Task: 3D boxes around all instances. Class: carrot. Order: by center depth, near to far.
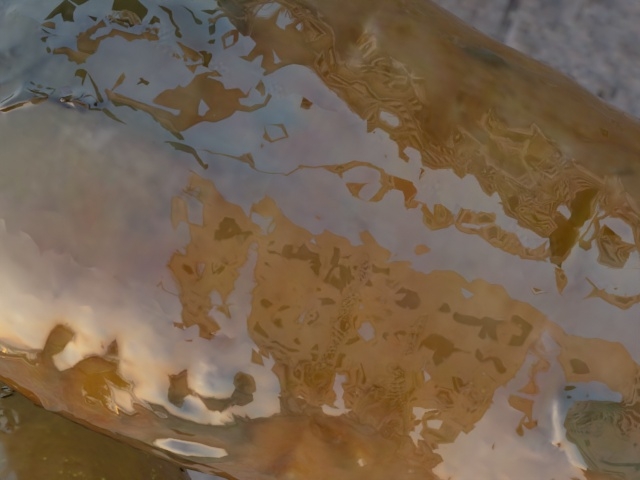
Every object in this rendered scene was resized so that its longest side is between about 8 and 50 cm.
[{"bbox_3d":[0.000,0.000,0.806,0.340,0.224,0.224,26,103,0],"label":"carrot"}]

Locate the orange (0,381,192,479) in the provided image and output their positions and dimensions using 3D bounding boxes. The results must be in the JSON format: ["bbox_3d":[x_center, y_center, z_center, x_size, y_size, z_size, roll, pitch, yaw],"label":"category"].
[{"bbox_3d":[-0.200,0.212,1.234,0.274,0.274,0.274,-10,75,41],"label":"orange"}]
